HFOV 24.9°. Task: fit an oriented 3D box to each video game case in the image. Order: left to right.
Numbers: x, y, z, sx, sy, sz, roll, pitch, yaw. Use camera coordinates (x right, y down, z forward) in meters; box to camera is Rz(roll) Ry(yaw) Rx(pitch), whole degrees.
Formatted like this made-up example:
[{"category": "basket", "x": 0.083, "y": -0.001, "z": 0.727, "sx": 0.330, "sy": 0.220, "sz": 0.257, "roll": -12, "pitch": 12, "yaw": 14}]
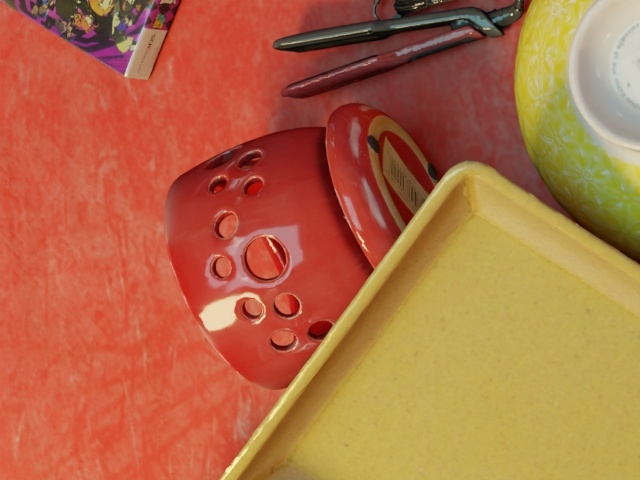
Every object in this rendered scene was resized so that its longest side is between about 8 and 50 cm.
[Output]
[{"category": "video game case", "x": -0.210, "y": -0.289, "z": 1.309, "sx": 0.232, "sy": 0.042, "sz": 0.210, "roll": 33, "pitch": 108, "yaw": 24}]

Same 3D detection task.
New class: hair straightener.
[{"category": "hair straightener", "x": 0.062, "y": -0.184, "z": 1.159, "sx": 0.230, "sy": 0.047, "sz": 0.089, "roll": -15, "pitch": 85, "yaw": 28}]

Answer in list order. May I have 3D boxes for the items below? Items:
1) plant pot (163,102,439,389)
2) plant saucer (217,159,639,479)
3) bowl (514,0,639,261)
[{"category": "plant pot", "x": 0.000, "y": 0.000, "z": 1.121, "sx": 0.174, "sy": 0.191, "sz": 0.191, "roll": -25, "pitch": 80, "yaw": 24}, {"category": "plant saucer", "x": 0.139, "y": 0.140, "z": 1.046, "sx": 0.333, "sy": 0.081, "sz": 0.333, "roll": 32, "pitch": 110, "yaw": -12}, {"category": "bowl", "x": 0.251, "y": -0.116, "z": 0.997, "sx": 0.289, "sy": 0.156, "sz": 0.289, "roll": 1, "pitch": 92, "yaw": 28}]
